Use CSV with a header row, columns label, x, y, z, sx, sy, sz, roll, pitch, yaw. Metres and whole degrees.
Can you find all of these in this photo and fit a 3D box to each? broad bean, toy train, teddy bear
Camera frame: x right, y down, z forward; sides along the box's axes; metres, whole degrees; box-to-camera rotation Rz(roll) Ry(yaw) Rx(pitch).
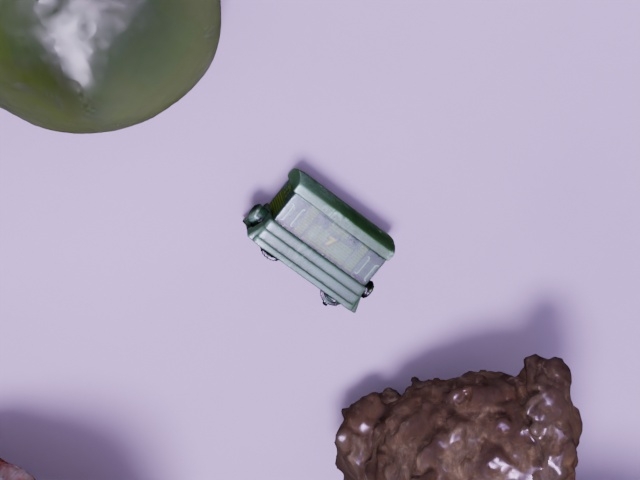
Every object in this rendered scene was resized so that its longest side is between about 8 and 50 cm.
label,x,y,z,sx,sy,sz,roll,pitch,yaw
broad bean,-0.155,-0.150,0.918,0.228,0.100,0.169,33,114,-19
toy train,0.000,0.000,1.028,0.093,0.038,0.056,37,100,-18
teddy bear,0.116,0.239,1.082,0.246,0.222,0.296,-4,139,35

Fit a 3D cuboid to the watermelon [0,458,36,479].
label,x,y,z,sx,sy,sz,roll,pitch,yaw
watermelon,-0.211,0.216,1.053,0.256,0.140,0.193,32,100,17
